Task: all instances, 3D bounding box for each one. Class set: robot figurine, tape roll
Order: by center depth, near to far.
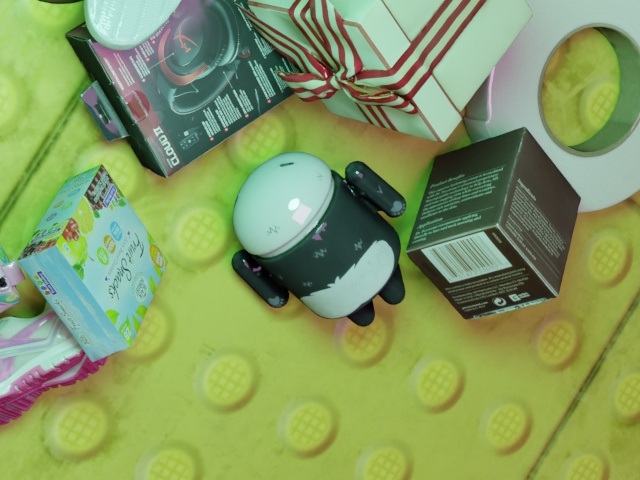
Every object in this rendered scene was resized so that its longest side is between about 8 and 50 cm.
[{"bbox_3d":[0.001,-0.002,2.021,0.278,0.174,0.209,43,71,-27],"label":"robot figurine"},{"bbox_3d":[0.404,-0.236,2.216,0.392,0.072,0.391,-6,105,-25],"label":"tape roll"}]

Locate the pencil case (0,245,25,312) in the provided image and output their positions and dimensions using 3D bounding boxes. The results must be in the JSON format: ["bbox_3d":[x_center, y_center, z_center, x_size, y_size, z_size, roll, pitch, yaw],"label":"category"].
[{"bbox_3d":[-0.520,0.087,1.815,0.284,0.124,0.124,-28,112,-17],"label":"pencil case"}]

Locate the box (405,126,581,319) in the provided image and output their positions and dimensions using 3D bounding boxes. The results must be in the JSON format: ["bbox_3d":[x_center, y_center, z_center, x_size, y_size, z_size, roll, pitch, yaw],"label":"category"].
[{"bbox_3d":[0.256,-0.023,2.090,0.167,0.168,0.203,46,46,-29],"label":"box"}]

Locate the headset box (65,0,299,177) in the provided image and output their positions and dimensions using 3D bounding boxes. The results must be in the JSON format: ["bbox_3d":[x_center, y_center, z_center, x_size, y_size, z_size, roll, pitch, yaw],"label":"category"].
[{"bbox_3d":[-0.180,-0.240,1.908,0.293,0.110,0.218,-36,115,-15],"label":"headset box"}]

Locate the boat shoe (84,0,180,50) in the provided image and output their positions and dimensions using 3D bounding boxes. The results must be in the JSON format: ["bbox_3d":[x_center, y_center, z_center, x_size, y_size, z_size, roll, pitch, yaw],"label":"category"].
[{"bbox_3d":[-0.219,-0.379,1.808,0.121,0.119,0.335,25,69,-20],"label":"boat shoe"}]

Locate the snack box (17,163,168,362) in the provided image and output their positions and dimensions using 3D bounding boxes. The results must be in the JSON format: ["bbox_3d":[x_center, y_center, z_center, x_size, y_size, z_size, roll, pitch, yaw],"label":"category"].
[{"bbox_3d":[-0.292,0.027,1.868,0.070,0.207,0.174,-21,116,23],"label":"snack box"}]

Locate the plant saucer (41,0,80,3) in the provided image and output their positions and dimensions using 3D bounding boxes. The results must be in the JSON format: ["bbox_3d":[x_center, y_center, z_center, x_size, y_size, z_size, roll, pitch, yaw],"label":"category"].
[{"bbox_3d":[-0.332,-0.404,1.840,0.199,0.036,0.198,-7,105,-25],"label":"plant saucer"}]

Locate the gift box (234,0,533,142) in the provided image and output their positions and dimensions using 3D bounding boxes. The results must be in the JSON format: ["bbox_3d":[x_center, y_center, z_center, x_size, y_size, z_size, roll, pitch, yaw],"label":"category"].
[{"bbox_3d":[0.067,-0.296,1.825,0.276,0.255,0.258,46,72,-34],"label":"gift box"}]

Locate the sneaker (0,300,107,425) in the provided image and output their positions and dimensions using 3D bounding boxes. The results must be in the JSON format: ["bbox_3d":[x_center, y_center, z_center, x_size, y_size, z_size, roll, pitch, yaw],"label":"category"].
[{"bbox_3d":[-0.413,0.164,1.904,0.252,0.111,0.103,-27,156,-1],"label":"sneaker"}]
